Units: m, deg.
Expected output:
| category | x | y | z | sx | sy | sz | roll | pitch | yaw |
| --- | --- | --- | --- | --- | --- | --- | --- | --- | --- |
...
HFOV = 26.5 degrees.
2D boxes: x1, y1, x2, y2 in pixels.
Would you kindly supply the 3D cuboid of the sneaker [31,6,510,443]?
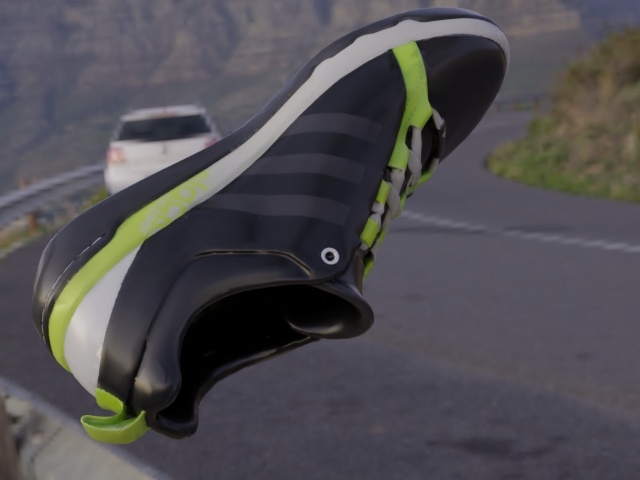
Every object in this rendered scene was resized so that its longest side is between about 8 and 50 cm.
| category | x | y | z | sx | sy | sz | roll | pitch | yaw |
| --- | --- | --- | --- | --- | --- | --- | --- | --- | --- |
| sneaker | 0.000 | 0.000 | 0.534 | 0.234 | 0.084 | 0.097 | -36 | 57 | -16 |
